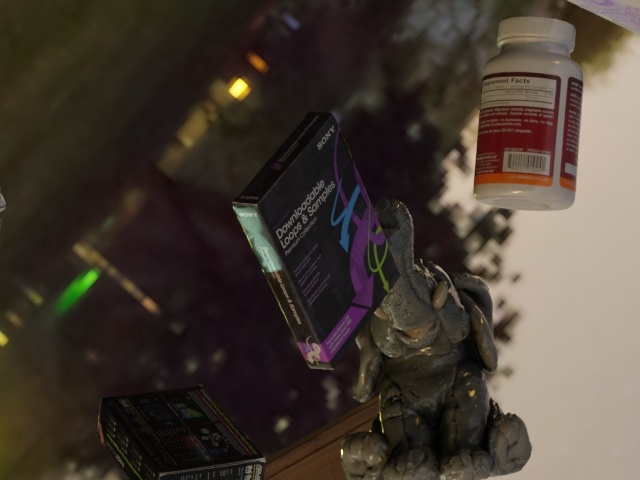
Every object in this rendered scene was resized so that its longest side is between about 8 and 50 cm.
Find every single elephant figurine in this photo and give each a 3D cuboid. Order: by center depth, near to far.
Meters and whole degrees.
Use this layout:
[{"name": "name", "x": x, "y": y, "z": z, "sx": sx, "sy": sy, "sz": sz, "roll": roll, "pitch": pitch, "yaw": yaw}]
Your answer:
[{"name": "elephant figurine", "x": 0.092, "y": 0.089, "z": 1.634, "sx": 0.169, "sy": 0.239, "sz": 0.186, "roll": -6, "pitch": 174, "yaw": -32}]

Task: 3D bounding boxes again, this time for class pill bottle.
[{"name": "pill bottle", "x": 0.174, "y": -0.104, "z": 1.581, "sx": 0.086, "sy": 0.086, "sz": 0.152, "roll": 149, "pitch": -53, "yaw": -79}]

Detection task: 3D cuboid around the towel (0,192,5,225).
[{"name": "towel", "x": -0.515, "y": -0.003, "z": 2.082, "sx": 0.283, "sy": 0.121, "sz": 0.235, "roll": 3, "pitch": -171, "yaw": 24}]

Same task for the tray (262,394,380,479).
[{"name": "tray", "x": 0.003, "y": 0.323, "z": 2.097, "sx": 0.076, "sy": 0.203, "sz": 0.411, "roll": -28, "pitch": 177, "yaw": 41}]

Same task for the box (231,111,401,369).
[{"name": "box", "x": 0.000, "y": 0.000, "z": 1.443, "sx": 0.029, "sy": 0.162, "sz": 0.116, "roll": 2, "pitch": -140, "yaw": 37}]

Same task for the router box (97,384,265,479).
[{"name": "router box", "x": -0.111, "y": 0.162, "z": 1.500, "sx": 0.122, "sy": 0.092, "sz": 0.038, "roll": 43, "pitch": -49, "yaw": 51}]

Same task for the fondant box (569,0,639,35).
[{"name": "fondant box", "x": 0.415, "y": -0.234, "z": 1.866, "sx": 0.238, "sy": 0.330, "sz": 0.096, "roll": 12, "pitch": -98, "yaw": 57}]
